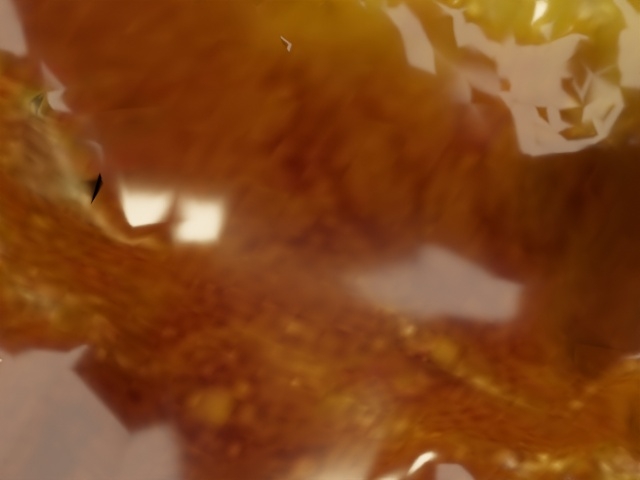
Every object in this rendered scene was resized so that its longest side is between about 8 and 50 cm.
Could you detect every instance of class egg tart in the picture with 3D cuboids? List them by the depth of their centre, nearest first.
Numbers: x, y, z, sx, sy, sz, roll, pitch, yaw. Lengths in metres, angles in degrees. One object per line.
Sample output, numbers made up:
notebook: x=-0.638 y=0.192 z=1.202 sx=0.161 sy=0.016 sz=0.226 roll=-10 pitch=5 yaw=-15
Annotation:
egg tart: x=0.000 y=0.000 z=0.489 sx=0.443 sy=0.178 sz=0.443 roll=-1 pitch=112 yaw=-1
